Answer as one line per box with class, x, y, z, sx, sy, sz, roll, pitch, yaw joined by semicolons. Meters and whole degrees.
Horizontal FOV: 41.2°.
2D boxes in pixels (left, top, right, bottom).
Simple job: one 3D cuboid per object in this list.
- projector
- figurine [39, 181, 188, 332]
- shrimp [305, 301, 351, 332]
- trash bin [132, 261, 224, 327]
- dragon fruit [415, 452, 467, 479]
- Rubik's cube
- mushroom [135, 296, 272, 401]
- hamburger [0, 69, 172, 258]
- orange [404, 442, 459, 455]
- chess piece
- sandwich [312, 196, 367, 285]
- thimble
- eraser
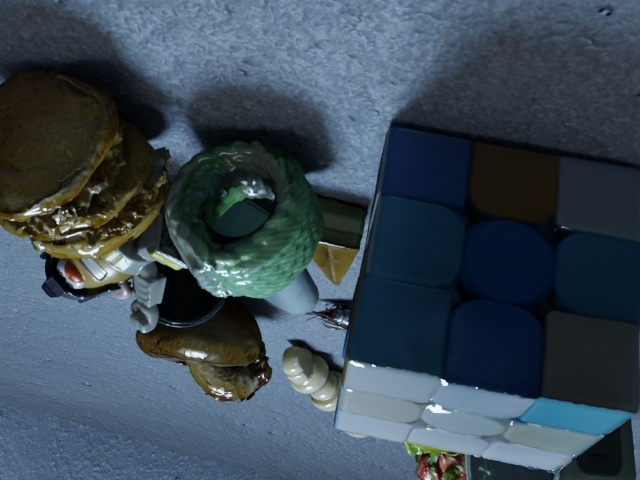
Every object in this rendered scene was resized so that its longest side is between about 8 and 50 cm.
projector;0.474;0.418;1.773;0.249;0.248;0.249;15;158;-34
figurine;-0.343;0.010;1.404;0.309;0.308;0.143;-10;178;38
shrimp;0.049;0.155;1.690;0.165;0.056;0.065;9;160;12
trash bin;-0.260;0.083;1.568;0.176;0.175;0.161;16;163;-8
dragon fruit;0.389;0.577;2.196;0.303;0.236;0.231;3;175;-31
Rubik's cube;0.216;0.094;1.173;0.347;0.344;0.347;10;153;1
mushroom;-0.223;0.208;1.753;0.283;0.195;0.263;39;154;-17
hamburger;-0.337;-0.095;1.160;0.261;0.245;0.211;-14;148;6
orange;0.310;0.432;2.018;0.179;0.158;0.237;29;150;-33
chess piece;0.018;0.362;2.065;0.117;0.117;0.397;-5;148;31
sandwich;0.000;0.000;1.376;0.114;0.079;0.163;16;155;-4
thimble;-0.111;-0.030;1.200;0.219;0.218;0.150;4;156;16
eraser;-0.098;0.023;1.416;0.174;0.081;0.227;34;163;28
